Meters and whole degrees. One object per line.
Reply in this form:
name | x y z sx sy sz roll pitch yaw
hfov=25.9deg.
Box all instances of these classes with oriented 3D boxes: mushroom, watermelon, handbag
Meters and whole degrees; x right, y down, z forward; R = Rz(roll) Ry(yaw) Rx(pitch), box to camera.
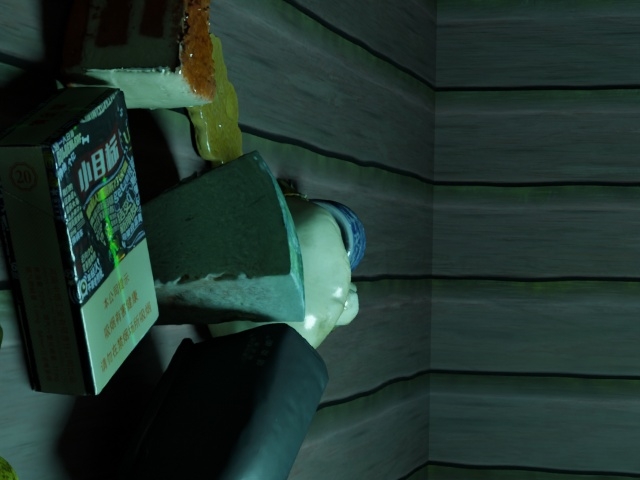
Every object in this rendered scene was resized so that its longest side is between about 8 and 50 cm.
mushroom | -0.046 0.070 2.105 0.234 0.260 0.254 24 28 -40
watermelon | -0.165 0.021 1.843 0.387 0.258 0.228 -7 -80 64
handbag | -0.163 0.248 1.788 0.178 0.275 0.301 55 42 -34

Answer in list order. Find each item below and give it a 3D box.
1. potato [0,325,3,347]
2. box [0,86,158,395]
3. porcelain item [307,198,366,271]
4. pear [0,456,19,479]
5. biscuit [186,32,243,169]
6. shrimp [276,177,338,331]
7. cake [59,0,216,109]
potato | -0.363 0.086 1.356 0.096 0.066 0.103 -92 167 -52
box | -0.279 -0.002 1.604 0.198 0.084 0.310 -57 145 -61
porcelain item | 0.000 0.000 2.442 0.114 0.147 0.147 -6 96 -74
pear | -0.354 0.254 1.182 0.197 0.197 0.197 1 90 -74
biscuit | -0.160 -0.194 2.085 0.236 0.040 0.144 78 28 -42
shrimp | -0.005 0.047 2.271 0.185 0.068 0.287 41 -26 53
cake | -0.206 -0.275 1.714 0.159 0.158 0.262 69 25 -61
